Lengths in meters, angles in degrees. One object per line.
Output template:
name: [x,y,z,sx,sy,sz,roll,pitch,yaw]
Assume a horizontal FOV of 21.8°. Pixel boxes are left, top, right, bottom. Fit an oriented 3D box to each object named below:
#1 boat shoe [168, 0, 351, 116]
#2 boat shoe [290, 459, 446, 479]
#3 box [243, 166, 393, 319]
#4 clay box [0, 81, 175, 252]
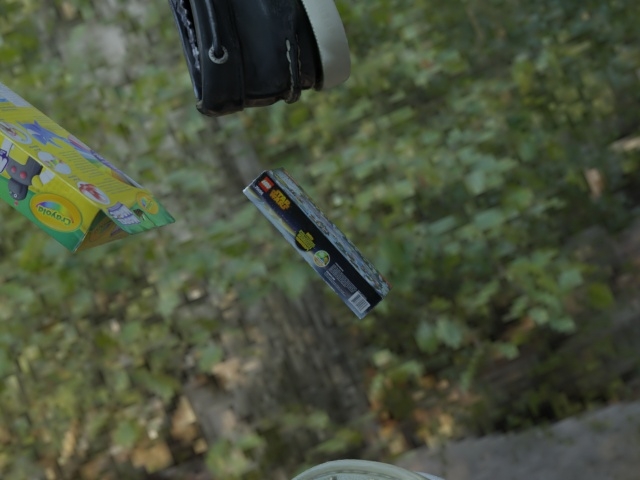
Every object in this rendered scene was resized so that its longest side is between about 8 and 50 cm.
boat shoe: [-0.105,-0.229,1.041,0.113,0.340,0.127,-27,0,-12]
boat shoe: [0.006,0.234,1.180,0.103,0.113,0.302,22,-34,-36]
box: [0.000,0.000,1.326,0.027,0.137,0.094,-43,-1,7]
clay box: [-0.241,-0.061,1.448,0.053,0.222,0.127,-55,-9,14]
